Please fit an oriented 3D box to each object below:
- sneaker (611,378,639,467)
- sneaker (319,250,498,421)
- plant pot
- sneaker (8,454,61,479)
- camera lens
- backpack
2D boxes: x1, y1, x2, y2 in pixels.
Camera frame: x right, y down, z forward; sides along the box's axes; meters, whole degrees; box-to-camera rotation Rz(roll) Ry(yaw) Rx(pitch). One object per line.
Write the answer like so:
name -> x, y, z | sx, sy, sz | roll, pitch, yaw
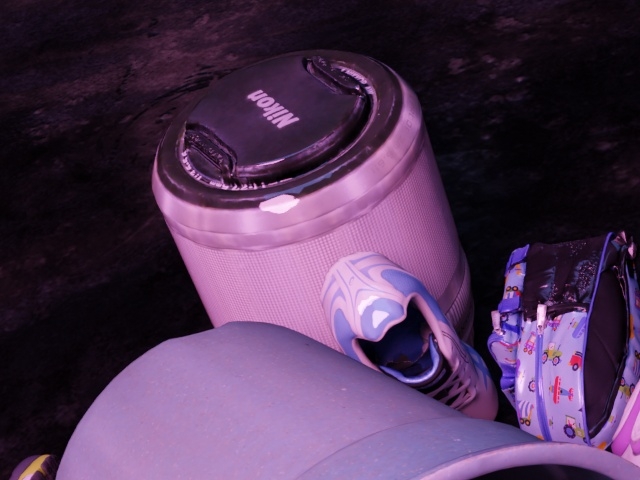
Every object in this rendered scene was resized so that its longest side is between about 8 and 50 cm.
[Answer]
sneaker -> 0.277, 0.129, 1.008 | 0.152, 0.305, 0.114 | 29, 94, 21
sneaker -> 0.074, 0.096, 1.175 | 0.085, 0.237, 0.086 | -34, 47, 7
plant pot -> 0.004, 0.220, 0.992 | 0.341, 0.341, 0.334 | -34, 32, -17
sneaker -> -0.282, 0.283, 1.209 | 0.121, 0.111, 0.300 | -1, 40, 29
camera lens -> 0.000, 0.000, 1.283 | 0.219, 0.274, 0.219 | -12, 38, 10
backpack -> 0.196, 0.102, 1.177 | 0.117, 0.158, 0.173 | -7, 50, 30
